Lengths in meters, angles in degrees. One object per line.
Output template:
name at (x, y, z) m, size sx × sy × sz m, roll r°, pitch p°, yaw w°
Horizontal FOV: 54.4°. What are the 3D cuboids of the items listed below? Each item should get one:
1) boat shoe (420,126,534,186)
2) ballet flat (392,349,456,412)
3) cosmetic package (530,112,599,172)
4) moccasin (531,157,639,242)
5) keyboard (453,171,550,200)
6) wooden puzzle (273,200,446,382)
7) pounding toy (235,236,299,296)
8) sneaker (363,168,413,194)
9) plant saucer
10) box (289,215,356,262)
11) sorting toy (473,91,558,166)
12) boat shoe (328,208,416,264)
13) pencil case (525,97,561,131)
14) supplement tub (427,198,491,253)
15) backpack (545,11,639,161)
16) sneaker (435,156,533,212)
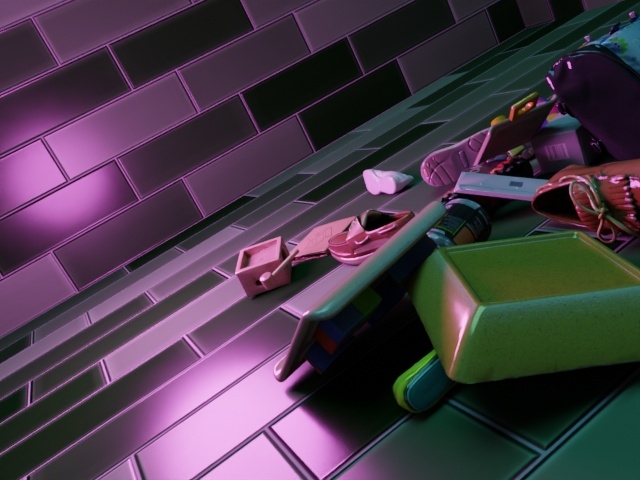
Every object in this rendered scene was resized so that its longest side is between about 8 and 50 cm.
boat shoe at (0.436, -0.241, 1.713) m, size 0.324 × 0.123 × 0.116 m, roll -13°, pitch 7°, yaw 18°
ballet flat at (0.202, 0.173, 0.940) m, size 0.230 × 0.077 × 0.077 m, roll -33°, pitch 4°, yaw -14°
cosmetic package at (0.633, -0.266, 1.521) m, size 0.238 × 0.107 × 0.127 m, roll -34°, pitch 18°, yaw -31°
moccasin at (0.496, -0.069, 1.083) m, size 0.146 × 0.139 × 0.380 m, roll -30°, pitch 17°, yaw -6°
keyboard at (0.425, -0.115, 1.358) m, size 0.255 × 0.014 × 0.072 m, roll 10°, pitch 42°, yaw 26°
wooden puzzle at (0.074, 0.112, 1.103) m, size 0.322 × 0.080 × 0.348 m, roll -39°, pitch -11°, yaw -29°
pounding toy at (-0.125, 0.085, 1.662) m, size 0.180 × 0.094 × 0.206 m, roll -19°, pitch 28°, yaw 10°
sneaker at (0.218, -0.193, 1.999) m, size 0.094 × 0.080 × 0.212 m, roll -21°, pitch 21°, yaw -21°
plant saucer at (0.308, 0.068, 0.892) m, size 0.332 × 0.081 × 0.333 m, roll -8°, pitch 18°, yaw -1°
box at (0.000, 0.000, 1.826) m, size 0.164 × 0.021 × 0.201 m, roll -14°, pitch 22°, yaw 38°
sorting toy at (0.453, -0.265, 1.483) m, size 0.195 × 0.047 × 0.348 m, roll -28°, pitch -18°, yaw -9°
boat shoe at (0.135, -0.020, 1.512) m, size 0.122 × 0.120 × 0.323 m, roll -39°, pitch 21°, yaw -35°
pencil case at (0.621, -0.344, 1.723) m, size 0.104 × 0.105 × 0.236 m, roll -23°, pitch 9°, yaw 13°
supplement tub at (0.257, 0.006, 1.260) m, size 0.116 × 0.117 × 0.190 m, roll -8°, pitch 24°, yaw 46°
backpack at (0.722, -0.367, 1.395) m, size 0.355 × 0.290 × 0.273 m, roll -26°, pitch -17°, yaw -46°
sneaker at (0.364, -0.112, 1.476) m, size 0.276 × 0.098 × 0.135 m, roll -29°, pitch 17°, yaw -14°
